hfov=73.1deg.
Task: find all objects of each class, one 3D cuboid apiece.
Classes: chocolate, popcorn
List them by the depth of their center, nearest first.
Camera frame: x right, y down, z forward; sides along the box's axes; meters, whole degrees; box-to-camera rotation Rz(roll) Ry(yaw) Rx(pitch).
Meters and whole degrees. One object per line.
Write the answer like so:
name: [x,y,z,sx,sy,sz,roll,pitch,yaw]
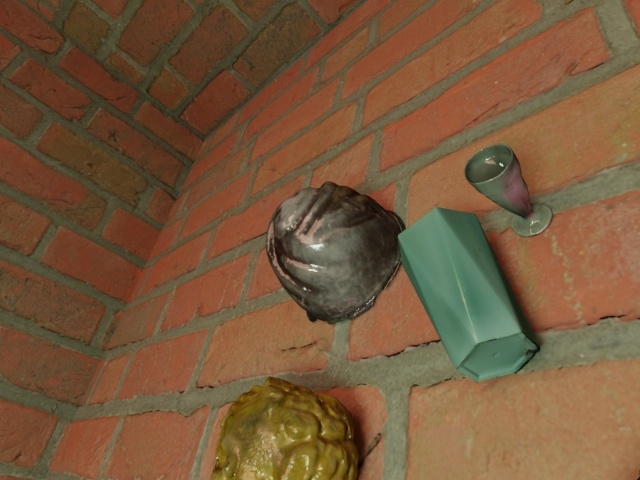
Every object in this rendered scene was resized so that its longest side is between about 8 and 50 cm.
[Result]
popcorn: [-0.060,0.344,0.690,0.250,0.190,0.250,-30,29,19]
chocolate: [0.000,0.000,0.911,0.303,0.213,0.303,-34,35,28]

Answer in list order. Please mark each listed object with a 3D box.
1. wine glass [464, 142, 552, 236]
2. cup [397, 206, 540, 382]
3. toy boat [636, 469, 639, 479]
wine glass: [0.287,-0.072,0.645,0.073,0.155,0.073,-35,36,31]
cup: [0.214,0.079,0.639,0.236,0.147,0.134,-104,24,-46]
toy boat: [0.346,0.280,0.284,0.318,0.071,0.219,-5,75,53]
